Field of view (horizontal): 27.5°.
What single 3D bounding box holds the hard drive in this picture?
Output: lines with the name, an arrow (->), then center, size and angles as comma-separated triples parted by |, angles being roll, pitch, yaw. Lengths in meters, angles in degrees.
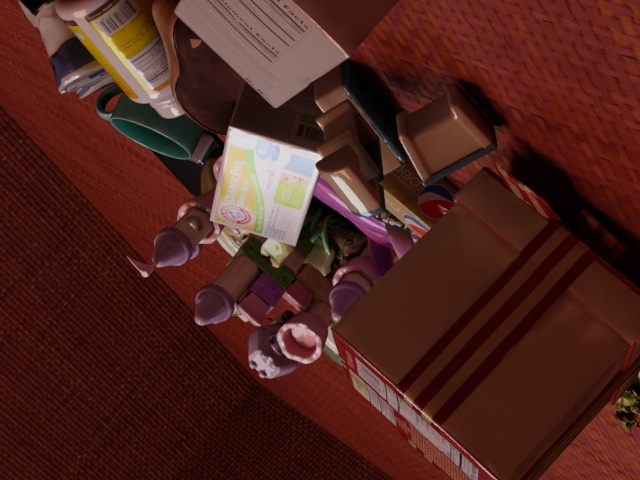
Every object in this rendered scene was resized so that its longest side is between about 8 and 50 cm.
hard drive -> -0.200, -0.122, 2.206 | 0.172, 0.054, 0.255 | 49, 166, -28

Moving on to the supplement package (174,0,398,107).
supplement package -> -0.014, -0.221, 1.094 | 0.134, 0.139, 0.244 | 43, 167, -9

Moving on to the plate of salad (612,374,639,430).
plate of salad -> 0.377, 0.199, 1.548 | 0.200, 0.048, 0.200 | 39, 168, 10

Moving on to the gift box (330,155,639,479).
gift box -> 0.169, 0.083, 1.297 | 0.276, 0.258, 0.255 | 44, 169, 15

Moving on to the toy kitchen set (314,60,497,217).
toy kitchen set -> 0.095, -0.111, 1.324 | 0.122, 0.166, 0.207 | 50, -158, -30

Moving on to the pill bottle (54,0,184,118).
pill bottle -> -0.237, -0.261, 1.694 | 0.117, 0.117, 0.215 | 26, 160, 51

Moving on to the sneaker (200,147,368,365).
sneaker -> 0.000, 0.000, 1.939 | 0.410, 0.158, 0.182 | 46, 137, -10

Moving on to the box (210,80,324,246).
box -> -0.053, -0.097, 1.506 | 0.114, 0.103, 0.203 | 17, 148, -1

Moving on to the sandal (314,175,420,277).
sandal -> 0.104, 0.023, 1.649 | 0.416, 0.102, 0.169 | 37, 169, 15

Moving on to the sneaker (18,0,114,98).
sneaker -> -0.341, -0.311, 1.874 | 0.315, 0.127, 0.182 | -107, -7, -86

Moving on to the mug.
mug -> -0.241, -0.197, 1.914 | 0.158, 0.097, 0.129 | 27, 168, -13

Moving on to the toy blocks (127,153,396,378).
toy blocks -> -0.102, 0.063, 1.776 | 0.288, 0.260, 0.309 | 42, 129, -5

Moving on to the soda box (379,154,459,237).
soda box -> 0.105, -0.055, 1.487 | 0.181, 0.058, 0.061 | 40, 168, 5

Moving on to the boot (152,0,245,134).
boot -> -0.103, -0.184, 1.606 | 0.207, 0.090, 0.248 | 35, 162, 38

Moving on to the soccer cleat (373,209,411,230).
soccer cleat -> 0.059, -0.078, 1.557 | 0.179, 0.060, 0.072 | 40, 163, 17
